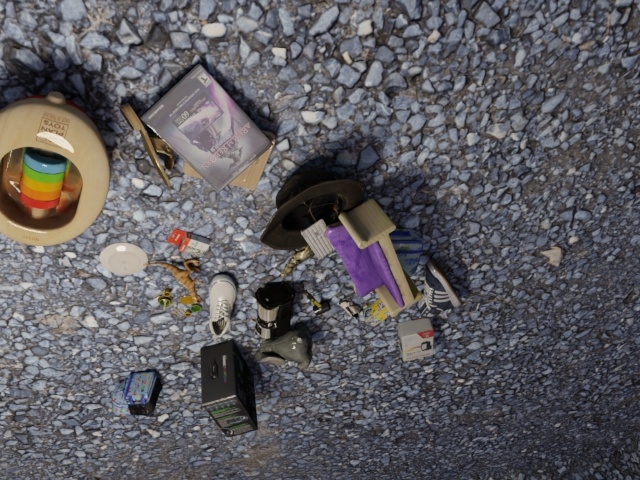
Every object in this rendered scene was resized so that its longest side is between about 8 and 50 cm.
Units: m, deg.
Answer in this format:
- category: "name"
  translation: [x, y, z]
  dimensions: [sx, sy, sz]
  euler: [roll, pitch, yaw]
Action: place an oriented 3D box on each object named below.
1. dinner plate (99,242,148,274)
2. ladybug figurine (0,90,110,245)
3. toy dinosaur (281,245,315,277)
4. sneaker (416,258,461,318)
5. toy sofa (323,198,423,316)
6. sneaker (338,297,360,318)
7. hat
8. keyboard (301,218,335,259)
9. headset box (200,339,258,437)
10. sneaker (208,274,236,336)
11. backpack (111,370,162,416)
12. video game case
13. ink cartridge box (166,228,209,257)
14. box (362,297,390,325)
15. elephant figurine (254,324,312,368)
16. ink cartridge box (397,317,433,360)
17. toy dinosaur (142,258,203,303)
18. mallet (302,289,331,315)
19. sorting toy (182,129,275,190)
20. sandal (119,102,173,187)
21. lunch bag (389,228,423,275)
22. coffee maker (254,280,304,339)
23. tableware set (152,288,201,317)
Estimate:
- category: "dinner plate"
  translation: [-0.603, 0.062, 1.748]
  dimensions: [0.141, 0.017, 0.141]
  euler: [-6, 136, -6]
- category: "ladybug figurine"
  translation: [-0.672, -0.179, 1.393]
  dimensions: [0.304, 0.162, 0.449]
  euler: [16, 129, -25]
- category: "toy dinosaur"
  translation: [-0.037, 0.022, 1.807]
  dimensions: [0.268, 0.064, 0.118]
  euler: [-31, 147, 13]
- category: "sneaker"
  translation: [0.392, 0.182, 2.031]
  dimensions: [0.153, 0.099, 0.282]
  euler: [-28, 136, 12]
- category: "toy sofa"
  translation: [0.161, 0.070, 1.690]
  dimensions: [0.177, 0.150, 0.363]
  euler: [-30, 134, -2]
- category: "sneaker"
  translation: [0.109, 0.247, 2.070]
  dimensions: [0.040, 0.044, 0.109]
  euler: [-37, 129, 25]
- category: "hat"
  translation: [-0.040, -0.113, 1.603]
  dimensions: [0.331, 0.134, 0.331]
  euler: [-24, 159, -10]
- category: "keyboard"
  translation: [0.000, 0.000, 1.703]
  dimensions: [0.072, 0.014, 0.256]
  euler: [-28, 158, 1]
- category: "headset box"
  translation: [-0.341, 0.546, 2.115]
  dimensions: [0.131, 0.247, 0.283]
  euler: [-16, 136, 2]
- category: "sneaker"
  translation: [-0.328, 0.224, 1.913]
  dimensions: [0.094, 0.091, 0.258]
  euler: [-2, 134, -11]
- category: "backpack"
  translation: [-0.701, 0.574, 2.137]
  dimensions: [0.173, 0.158, 0.117]
  euler: [-4, 127, 7]
- category: "video game case"
  translation: [-0.278, -0.275, 1.427]
  dimensions: [0.196, 0.026, 0.274]
  euler: [-40, 120, 7]
- category: "ink cartridge box"
  translation: [-0.402, 0.009, 1.731]
  dimensions: [0.115, 0.029, 0.063]
  euler: [20, 127, -29]
- category: "box"
  translation: [0.235, 0.242, 2.086]
  dimensions: [0.059, 0.054, 0.169]
  euler: [31, 120, -35]
- category: "elephant figurine"
  translation: [-0.156, 0.396, 2.083]
  dimensions: [0.239, 0.169, 0.186]
  euler: [-5, 113, 9]
- category: "ink cartridge box"
  translation: [0.377, 0.390, 2.248]
  dimensions: [0.127, 0.072, 0.175]
  euler: [-13, 135, -1]
- category: "toy dinosaur"
  translation: [-0.433, 0.104, 1.779]
  dimensions: [0.211, 0.112, 0.064]
  euler: [43, 143, 0]
- category: "mallet"
  translation: [-0.029, 0.215, 1.984]
  dimensions: [0.062, 0.039, 0.189]
  euler: [-29, 147, 15]
- category: "sorting toy"
  translation: [-0.247, -0.235, 1.528]
  dimensions: [0.208, 0.038, 0.193]
  euler: [14, 129, -19]
- category: "sandal"
  translation: [-0.409, -0.250, 1.444]
  dimensions: [0.079, 0.088, 0.240]
  euler: [-35, 125, -15]
- category: "lunch bag"
  translation: [0.218, 0.042, 1.865]
  dimensions: [0.218, 0.090, 0.176]
  euler: [1, 131, -15]
- category: "coffee maker"
  translation: [-0.141, 0.242, 1.955]
  dimensions: [0.171, 0.120, 0.178]
  euler: [-3, 135, -12]
- category: "tableware set"
  translation: [-0.479, 0.212, 1.917]
  dimensions: [0.104, 0.024, 0.154]
  euler: [-28, 133, 14]
